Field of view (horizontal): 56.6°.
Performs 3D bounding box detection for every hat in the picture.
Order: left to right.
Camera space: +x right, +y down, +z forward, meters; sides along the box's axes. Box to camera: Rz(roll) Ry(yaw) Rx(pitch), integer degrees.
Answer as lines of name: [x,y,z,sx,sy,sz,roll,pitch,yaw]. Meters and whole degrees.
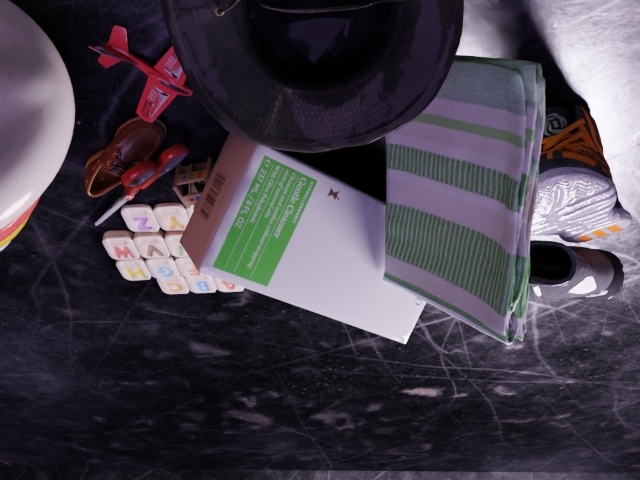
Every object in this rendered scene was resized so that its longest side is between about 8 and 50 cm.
hat: [-0.011,-0.264,0.631,0.331,0.134,0.331,-3,125,-4]

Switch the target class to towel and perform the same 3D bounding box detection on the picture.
towel: [0.157,-0.059,0.730,0.038,0.248,0.324,-18,116,-30]

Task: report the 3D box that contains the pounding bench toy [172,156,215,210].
pounding bench toy: [-0.183,-0.082,0.939,0.065,0.052,0.083,-9,142,11]

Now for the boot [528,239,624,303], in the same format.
boot: [0.290,0.046,0.976,0.223,0.118,0.338,10,163,-41]

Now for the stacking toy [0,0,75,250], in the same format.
stacking toy: [-0.494,-0.075,0.792,0.351,0.350,0.480,9,158,-13]

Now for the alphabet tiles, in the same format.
alphabet tiles: [-0.248,0.026,1.109,0.284,0.021,0.278,-3,143,2]

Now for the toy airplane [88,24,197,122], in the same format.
toy airplane: [-0.224,-0.221,0.772,0.151,0.028,0.151,-1,142,-1]

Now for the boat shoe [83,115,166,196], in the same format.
boat shoe: [-0.290,-0.119,0.880,0.178,0.060,0.064,-29,135,32]

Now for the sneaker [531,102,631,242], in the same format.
sneaker: [0.313,-0.103,0.794,0.125,0.180,0.321,-22,161,28]

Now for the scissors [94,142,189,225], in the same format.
scissors: [-0.291,-0.082,0.951,0.021,0.109,0.297,56,148,-4]

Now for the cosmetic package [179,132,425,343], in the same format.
cosmetic package: [0.000,0.000,0.907,0.366,0.155,0.197,22,96,-27]
